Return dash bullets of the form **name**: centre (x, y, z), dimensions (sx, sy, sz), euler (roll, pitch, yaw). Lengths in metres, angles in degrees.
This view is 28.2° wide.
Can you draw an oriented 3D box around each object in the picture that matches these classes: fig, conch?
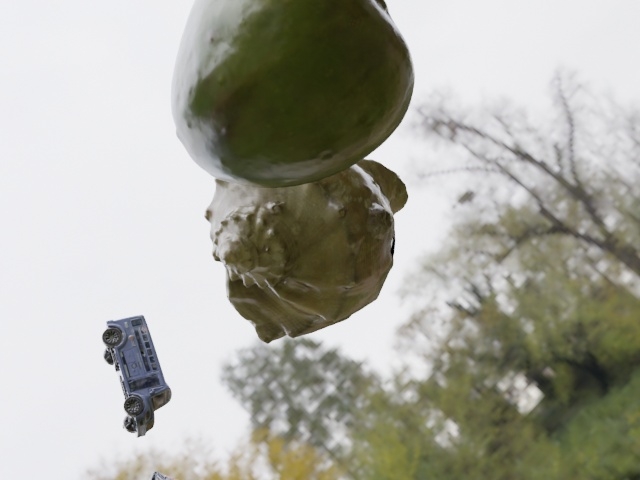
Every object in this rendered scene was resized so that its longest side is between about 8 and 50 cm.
- **fig**: centre (-0.028, -0.127, 0.960), dimensions (0.191, 0.181, 0.181), euler (-44, -19, 10)
- **conch**: centre (0.005, 0.005, 1.540), dimensions (0.324, 0.186, 0.263), euler (-11, -57, -34)

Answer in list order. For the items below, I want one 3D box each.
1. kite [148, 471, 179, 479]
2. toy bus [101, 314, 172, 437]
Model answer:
- **kite**: centre (-0.151, 0.294, 1.249), dimensions (0.232, 0.189, 0.009), euler (-31, -52, 14)
- **toy bus**: centre (-0.260, 0.193, 1.817), dimensions (0.076, 0.167, 0.073), euler (-14, -27, -16)
